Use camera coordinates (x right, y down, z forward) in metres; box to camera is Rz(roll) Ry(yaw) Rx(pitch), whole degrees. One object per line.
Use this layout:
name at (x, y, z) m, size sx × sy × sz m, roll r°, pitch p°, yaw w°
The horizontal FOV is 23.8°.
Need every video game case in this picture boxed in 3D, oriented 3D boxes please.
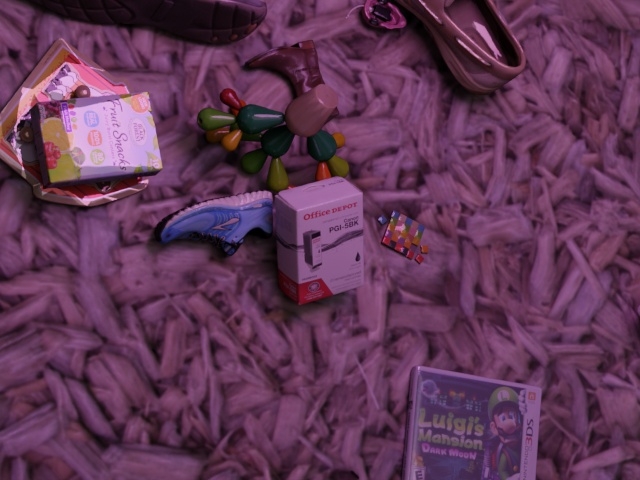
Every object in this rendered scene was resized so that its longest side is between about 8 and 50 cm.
video game case at (0.199, 0.263, 1.982) m, size 0.190 × 0.022 × 0.173 m, roll 11°, pitch 75°, yaw -21°

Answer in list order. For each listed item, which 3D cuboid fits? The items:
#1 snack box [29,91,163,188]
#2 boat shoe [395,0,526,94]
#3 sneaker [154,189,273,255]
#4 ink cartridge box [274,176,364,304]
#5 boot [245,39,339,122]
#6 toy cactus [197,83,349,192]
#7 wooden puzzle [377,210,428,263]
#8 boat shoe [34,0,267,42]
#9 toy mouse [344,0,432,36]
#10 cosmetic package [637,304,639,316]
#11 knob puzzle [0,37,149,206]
snack box at (-0.268, -0.121, 1.815) m, size 0.141 × 0.037 × 0.100 m, roll -8°, pitch 84°, yaw -25°
boat shoe at (0.166, -0.334, 2.010) m, size 0.109 × 0.098 × 0.302 m, roll -36°, pitch 94°, yaw -25°
sneaker at (-0.126, -0.015, 1.876) m, size 0.162 × 0.063 × 0.073 m, roll -13°, pitch 88°, yaw -25°
ink cartridge box at (0.000, 0.000, 1.895) m, size 0.099 × 0.056 × 0.135 m, roll -16°, pitch 121°, yaw -25°
boot at (-0.035, -0.196, 1.970) m, size 0.106 × 0.037 × 0.114 m, roll -18°, pitch 91°, yaw -23°
toy cactus at (-0.037, -0.139, 1.884) m, size 0.219 × 0.180 × 0.112 m, roll 30°, pitch 49°, yaw -21°
wooden puzzle at (0.110, -0.007, 2.007) m, size 0.083 × 0.006 × 0.049 m, roll 28°, pitch 70°, yaw -16°
boat shoe at (-0.235, -0.345, 1.875) m, size 0.355 × 0.132 × 0.130 m, roll 12°, pitch 63°, yaw -28°
toy mouse at (0.103, -0.325, 2.055) m, size 0.143 × 0.031 × 0.161 m, roll 46°, pitch 66°, yaw -9°
cosmetic package at (0.568, 0.110, 2.083) m, size 0.151 × 0.151 × 0.183 m, roll -39°, pitch 97°, yaw -42°
knob puzzle at (-0.287, -0.127, 1.847) m, size 0.213 × 0.030 × 0.213 m, roll 5°, pitch 77°, yaw -23°
